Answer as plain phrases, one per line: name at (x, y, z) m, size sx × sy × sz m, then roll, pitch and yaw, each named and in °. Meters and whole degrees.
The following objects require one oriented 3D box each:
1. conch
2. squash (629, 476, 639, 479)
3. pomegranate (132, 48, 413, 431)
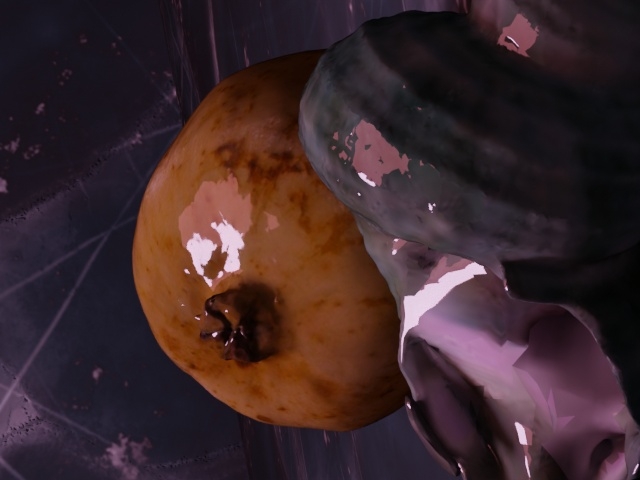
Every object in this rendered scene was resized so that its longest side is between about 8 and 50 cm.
conch at (0.086, -0.018, 0.861) m, size 0.220 × 0.195 × 0.277 m, roll 46°, pitch 126°, yaw 39°
squash at (0.138, 0.183, 0.555) m, size 0.252 × 0.165 × 0.252 m, roll 32°, pitch 142°, yaw 29°
pomegranate at (0.000, 0.000, 1.156) m, size 0.248 × 0.248 × 0.248 m, roll 171°, pitch 90°, yaw -81°
